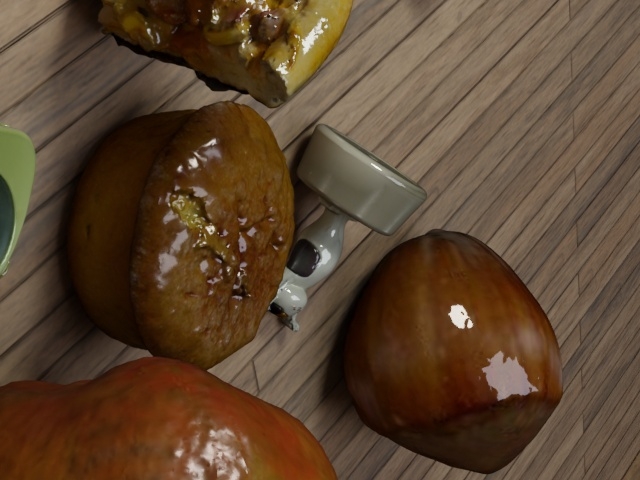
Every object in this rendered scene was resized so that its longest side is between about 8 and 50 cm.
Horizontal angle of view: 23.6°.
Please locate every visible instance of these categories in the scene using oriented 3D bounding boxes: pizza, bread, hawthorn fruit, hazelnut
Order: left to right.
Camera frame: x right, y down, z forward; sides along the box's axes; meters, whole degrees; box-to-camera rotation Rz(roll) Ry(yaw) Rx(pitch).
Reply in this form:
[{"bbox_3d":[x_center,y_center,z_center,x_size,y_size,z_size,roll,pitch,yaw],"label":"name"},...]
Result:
[{"bbox_3d":[-0.197,0.352,1.521,0.472,0.471,0.472,-33,130,-49],"label":"hawthorn fruit"},{"bbox_3d":[-0.152,-0.009,1.728,0.312,0.172,0.312,-31,126,-55],"label":"bread"},{"bbox_3d":[-0.102,-0.288,1.603,0.114,0.277,0.409,77,4,-49],"label":"pizza"},{"bbox_3d":[0.196,0.165,2.278,0.372,0.315,0.372,-9,90,-79],"label":"hazelnut"}]

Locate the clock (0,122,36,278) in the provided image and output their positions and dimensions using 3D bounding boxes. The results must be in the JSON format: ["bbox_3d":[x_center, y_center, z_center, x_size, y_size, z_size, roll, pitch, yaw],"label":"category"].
[{"bbox_3d":[-0.365,-0.007,1.464,0.170,0.069,0.232,7,98,-60],"label":"clock"}]

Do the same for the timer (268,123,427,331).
[{"bbox_3d":[0.000,0.000,2.039,0.266,0.175,0.175,-57,151,7],"label":"timer"}]
